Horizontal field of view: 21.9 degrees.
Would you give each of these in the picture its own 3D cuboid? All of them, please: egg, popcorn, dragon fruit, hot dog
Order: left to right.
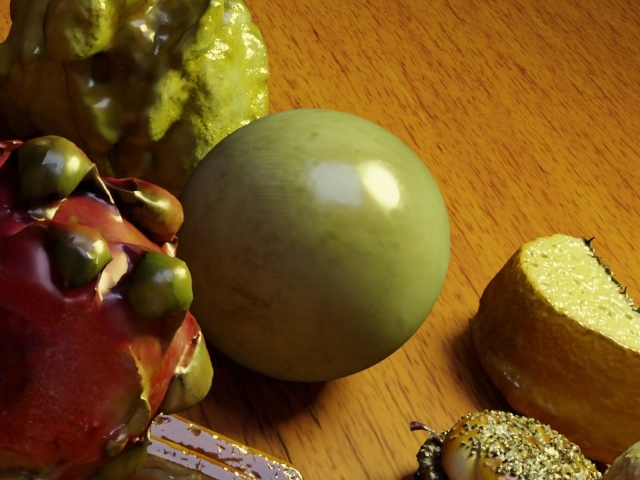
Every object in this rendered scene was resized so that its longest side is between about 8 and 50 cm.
[{"bbox_3d":[-0.202,0.035,1.049,0.307,0.227,0.243,33,-3,23],"label":"dragon fruit"},{"bbox_3d":[-0.153,-0.155,1.482,0.250,0.235,0.242,31,4,-25],"label":"popcorn"},{"bbox_3d":[-0.081,0.162,1.155,0.165,0.045,0.071,25,23,-7],"label":"hot dog"},{"bbox_3d":[0.000,0.000,1.345,0.218,0.218,0.295,34,18,12],"label":"egg"}]

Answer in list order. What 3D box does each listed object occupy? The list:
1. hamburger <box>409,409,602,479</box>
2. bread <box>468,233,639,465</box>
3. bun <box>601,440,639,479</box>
[{"bbox_3d":[0.158,0.198,1.274,0.189,0.093,0.164,23,25,-15],"label":"hamburger"},{"bbox_3d":[0.211,0.091,1.495,0.134,0.129,0.260,6,31,-26],"label":"bread"},{"bbox_3d":[0.275,0.254,1.169,0.259,0.152,0.259,40,36,-38],"label":"bun"}]
